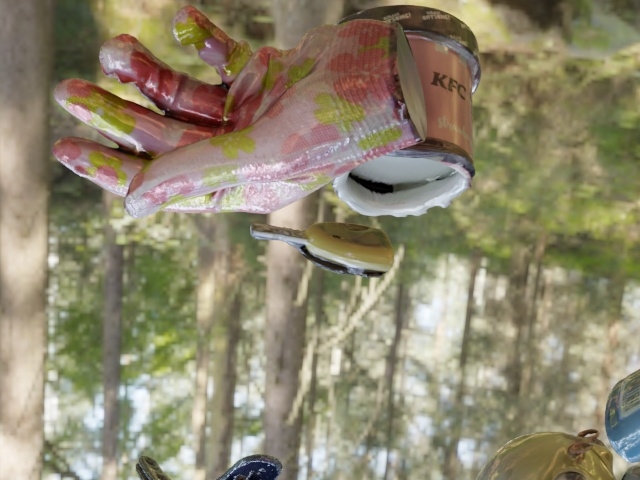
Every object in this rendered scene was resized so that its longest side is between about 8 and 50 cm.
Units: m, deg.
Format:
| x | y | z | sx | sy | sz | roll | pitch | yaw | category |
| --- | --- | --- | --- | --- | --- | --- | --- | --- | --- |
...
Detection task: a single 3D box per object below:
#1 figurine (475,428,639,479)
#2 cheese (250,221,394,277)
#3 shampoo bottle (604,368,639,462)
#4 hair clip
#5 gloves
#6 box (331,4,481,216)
| x | y | z | sx | sy | sz | roll | pitch | yaw | category |
| --- | --- | --- | --- | --- | --- | --- | --- | --- | --- |
| 0.360 | 0.331 | 1.337 | 0.394 | 0.275 | 0.226 | -9 | -166 | 24 | figurine |
| 0.000 | 0.001 | 1.405 | 0.162 | 0.036 | 0.086 | 8 | -154 | -10 | cheese |
| 0.376 | 0.111 | 1.133 | 0.061 | 0.258 | 0.104 | 44 | -144 | -9 | shampoo bottle |
| -0.124 | 0.237 | 1.175 | 0.048 | 0.083 | 0.275 | 17 | 166 | -30 | hair clip |
| -0.057 | -0.077 | 0.833 | 0.241 | 0.145 | 0.126 | -14 | 156 | 15 | gloves |
| 0.065 | -0.102 | 1.054 | 0.151 | 0.151 | 0.135 | 2 | -117 | -7 | box |
